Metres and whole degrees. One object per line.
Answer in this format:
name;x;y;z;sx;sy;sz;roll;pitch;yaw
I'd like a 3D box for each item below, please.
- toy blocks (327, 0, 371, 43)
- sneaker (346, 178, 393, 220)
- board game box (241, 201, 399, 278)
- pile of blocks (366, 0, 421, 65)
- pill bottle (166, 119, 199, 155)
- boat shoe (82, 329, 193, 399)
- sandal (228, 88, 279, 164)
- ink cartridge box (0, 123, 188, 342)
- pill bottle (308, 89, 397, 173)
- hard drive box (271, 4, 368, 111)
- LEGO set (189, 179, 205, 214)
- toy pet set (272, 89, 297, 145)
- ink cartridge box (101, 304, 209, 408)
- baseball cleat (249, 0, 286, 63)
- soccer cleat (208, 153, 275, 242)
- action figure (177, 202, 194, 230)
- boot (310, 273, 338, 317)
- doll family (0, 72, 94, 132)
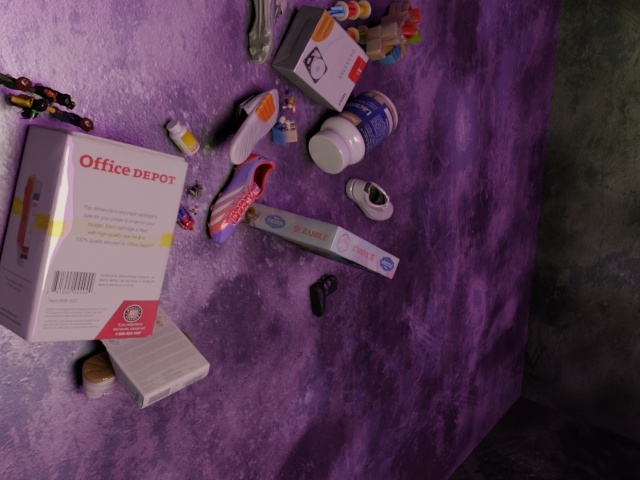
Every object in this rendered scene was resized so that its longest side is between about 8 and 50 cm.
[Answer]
toy blocks;0.076;-0.607;1.788;0.148;0.054;0.123;-23;123;-43
sneaker;0.181;-0.123;2.070;0.258;0.091;0.094;26;82;-52
board game box;0.000;0.000;1.703;0.318;0.319;0.065;26;83;-52
pile of blocks;0.239;-0.594;1.861;0.362;0.113;0.148;-59;136;-50
pill bottle;-0.313;-0.234;1.445;0.043;0.043;0.083;-57;140;-21
boat shoe;-0.422;0.284;1.470;0.277;0.098;0.096;-16;136;-45
sandal;-0.179;-0.290;1.555;0.101;0.076;0.265;90;23;-45
ink cartridge box;-0.448;-0.009;1.261;0.279;0.161;0.384;9;96;-52
pill bottle;0.094;-0.311;1.839;0.265;0.153;0.153;-44;134;-34
hard drive box;0.004;-0.481;1.700;0.232;0.089;0.181;27;90;-53
LEGO set;-0.292;-0.102;1.521;0.054;0.024;0.083;-20;112;-74
toy pet set;-0.097;-0.317;1.678;0.122;0.065;0.114;-90;176;-54
ink cartridge box;-0.384;0.246;1.419;0.181;0.225;0.056;-20;143;-47
baseball cleat;-0.121;-0.536;1.553;0.109;0.072;0.205;-23;125;-53
soccer cleat;-0.199;-0.105;1.595;0.083;0.095;0.247;38;72;-51
action figure;-0.327;-0.060;1.505;0.038;0.030;0.115;-49;142;-21
boot;0.014;0.171;2.013;0.099;0.045;0.121;-34;128;-44
doll family;-0.493;-0.247;1.155;0.193;0.111;0.075;4;100;-53
